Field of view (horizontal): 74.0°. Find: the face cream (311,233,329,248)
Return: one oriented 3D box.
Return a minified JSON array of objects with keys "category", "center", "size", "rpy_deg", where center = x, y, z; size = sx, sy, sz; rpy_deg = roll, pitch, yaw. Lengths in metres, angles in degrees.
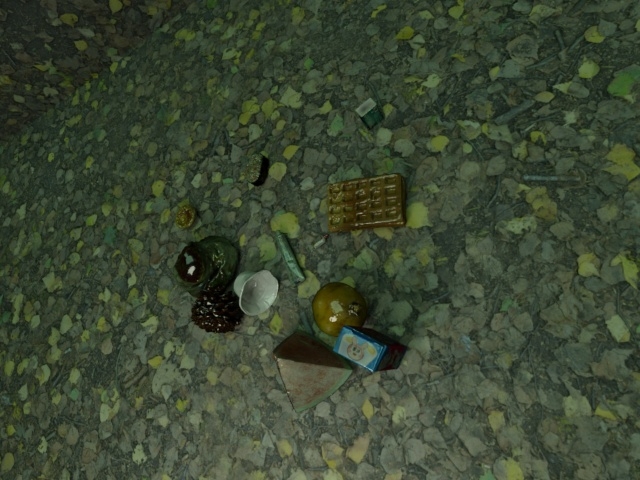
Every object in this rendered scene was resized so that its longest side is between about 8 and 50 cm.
[{"category":"face cream","center":[0.000,0.000,1.802],"size":[0.083,0.021,0.040],"rpy_deg":[-38,64,9]}]

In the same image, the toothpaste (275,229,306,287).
[{"category":"toothpaste","center":[-0.138,0.070,1.829],"size":[0.069,0.047,0.268],"rpy_deg":[-22,69,-4]}]

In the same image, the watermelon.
[{"category":"watermelon","center":[-0.046,0.444,1.581],"size":[0.250,0.292,0.283],"rpy_deg":[-25,62,-17]}]

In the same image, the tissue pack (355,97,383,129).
[{"category":"tissue pack","center":[0.204,-0.548,1.820],"size":[0.085,0.111,0.079],"rpy_deg":[-39,62,9]}]

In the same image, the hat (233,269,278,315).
[{"category":"hat","center":[-0.290,0.203,1.801],"size":[0.126,0.203,0.203],"rpy_deg":[23,85,44]}]

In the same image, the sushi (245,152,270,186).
[{"category":"sushi","center":[-0.299,-0.333,1.997],"size":[0.090,0.078,0.150],"rpy_deg":[8,79,26]}]

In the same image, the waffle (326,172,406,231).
[{"category":"waffle","center":[0.181,-0.148,1.725],"size":[0.328,0.098,0.224],"rpy_deg":[-5,71,21]}]

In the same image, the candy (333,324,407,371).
[{"category":"candy","center":[0.178,0.371,1.457],"size":[0.157,0.306,0.100],"rpy_deg":[24,86,27]}]

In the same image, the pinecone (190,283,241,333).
[{"category":"pinecone","center":[-0.437,0.292,1.804],"size":[0.221,0.221,0.221],"rpy_deg":[-7,73,22]}]

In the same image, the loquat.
[{"category":"loquat","center":[0.078,0.256,1.575],"size":[0.246,0.213,0.213],"rpy_deg":[-21,61,60]}]

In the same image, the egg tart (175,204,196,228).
[{"category":"egg tart","center":[-0.664,-0.116,2.110],"size":[0.130,0.052,0.130],"rpy_deg":[-6,74,23]}]

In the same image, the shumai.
[{"category":"shumai","center":[-0.559,0.094,1.886],"size":[0.304,0.263,0.309],"rpy_deg":[25,86,26]}]
